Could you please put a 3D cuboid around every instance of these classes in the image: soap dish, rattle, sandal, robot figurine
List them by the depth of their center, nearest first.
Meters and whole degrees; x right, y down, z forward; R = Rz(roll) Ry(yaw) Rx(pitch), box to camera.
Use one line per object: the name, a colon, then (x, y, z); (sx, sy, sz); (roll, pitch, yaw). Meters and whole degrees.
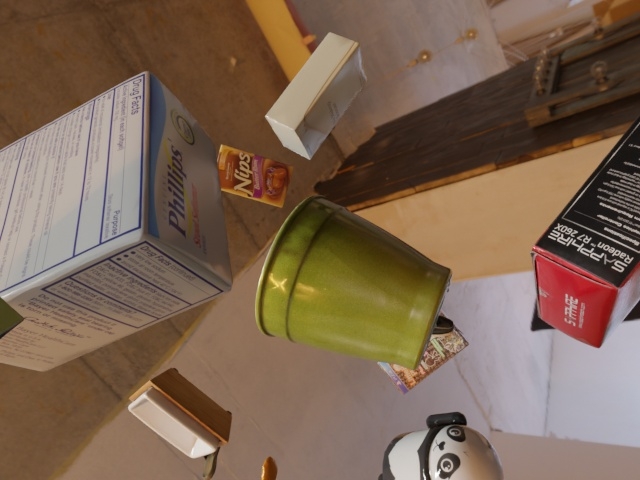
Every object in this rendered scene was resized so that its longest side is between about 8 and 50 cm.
robot figurine: (0.240, 0.485, 0.858); (0.174, 0.278, 0.209); (3, -119, -33)
rattle: (-0.191, 0.693, 1.144); (0.130, 0.200, 0.142); (-22, -97, -36)
soap dish: (-0.424, 0.526, 1.250); (0.291, 0.229, 0.118); (43, -137, -7)
sandal: (-0.382, 0.723, 1.406); (0.049, 0.072, 0.180); (34, -146, -26)

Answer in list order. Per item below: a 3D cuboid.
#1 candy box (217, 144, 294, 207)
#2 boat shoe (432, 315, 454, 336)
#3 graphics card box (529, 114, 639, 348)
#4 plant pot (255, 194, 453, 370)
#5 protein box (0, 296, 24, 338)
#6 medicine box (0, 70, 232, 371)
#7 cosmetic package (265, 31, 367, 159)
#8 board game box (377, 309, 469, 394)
candy box: (-0.172, -0.160, 1.032); (0.187, 0.053, 0.109); (15, -85, -12)
boat shoe: (0.283, 0.221, 1.209); (0.084, 0.233, 0.079); (-60, -17, -58)
graphics card box: (0.408, -0.060, 0.492); (0.371, 0.094, 0.233); (-50, -40, -5)
plant pot: (0.100, 0.117, 0.950); (0.366, 0.353, 0.366); (-52, -27, -41)
protein box: (-0.302, 0.080, 0.171); (0.201, 0.200, 0.136); (-41, -77, -4)
medicine box: (-0.281, -0.021, 0.508); (0.149, 0.289, 0.263); (53, -163, -54)
cosmetic package: (-0.003, -0.409, 1.168); (0.309, 0.113, 0.160); (-56, -23, -7)
board game box: (0.379, 0.398, 1.513); (0.141, 0.291, 0.232); (51, -172, 13)
